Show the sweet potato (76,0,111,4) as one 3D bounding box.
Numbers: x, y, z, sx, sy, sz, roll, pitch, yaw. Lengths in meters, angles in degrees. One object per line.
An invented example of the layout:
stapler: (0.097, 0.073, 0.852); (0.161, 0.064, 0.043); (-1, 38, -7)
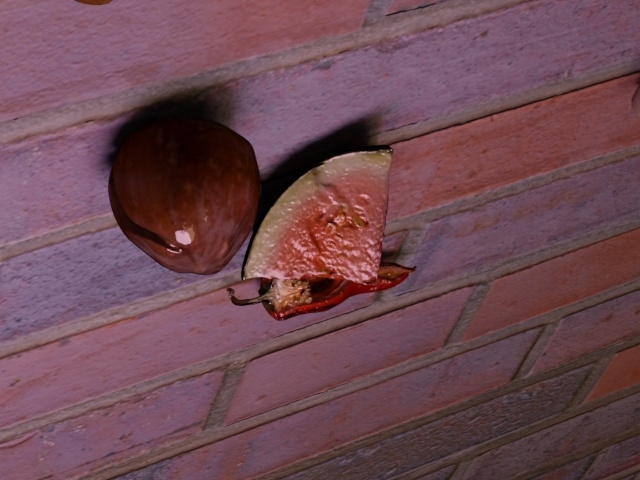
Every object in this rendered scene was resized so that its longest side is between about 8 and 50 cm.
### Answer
sweet potato: (-0.195, -0.210, 1.493); (0.044, 0.044, 0.179); (-37, 156, 12)

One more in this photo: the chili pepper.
chili pepper: (-0.001, 0.048, 2.181); (0.268, 0.059, 0.050); (-11, -173, -42)

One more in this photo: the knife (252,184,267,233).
knife: (-0.061, -0.019, 2.022); (0.028, 0.015, 0.210); (-23, 154, -2)

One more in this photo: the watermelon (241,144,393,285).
watermelon: (-0.010, -0.016, 1.994); (0.145, 0.137, 0.193); (1, 145, -10)

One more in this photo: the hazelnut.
hazelnut: (-0.117, -0.037, 1.787); (0.143, 0.143, 0.154); (-31, 157, -1)

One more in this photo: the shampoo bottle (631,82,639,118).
shampoo bottle: (0.425, -0.221, 2.120); (0.127, 0.078, 0.257); (-12, 148, -34)
